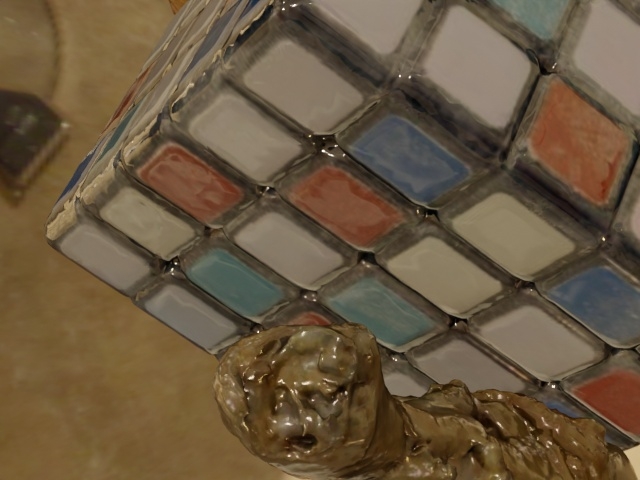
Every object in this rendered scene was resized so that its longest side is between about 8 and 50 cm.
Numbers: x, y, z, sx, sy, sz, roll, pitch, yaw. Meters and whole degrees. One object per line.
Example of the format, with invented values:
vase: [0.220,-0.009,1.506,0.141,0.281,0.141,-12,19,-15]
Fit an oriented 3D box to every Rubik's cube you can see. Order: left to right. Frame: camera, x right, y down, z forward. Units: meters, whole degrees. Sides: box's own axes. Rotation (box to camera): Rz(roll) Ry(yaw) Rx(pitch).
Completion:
Rubik's cube: [0.080,-0.072,0.817,0.287,0.293,0.292,35,58,-14]

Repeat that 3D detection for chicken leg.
chicken leg: [0.030,0.069,0.459,0.085,0.198,0.069,-10,64,28]

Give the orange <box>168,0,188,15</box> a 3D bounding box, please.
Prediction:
orange: [-0.036,-0.253,1.357,0.183,0.249,0.249,38,96,12]
